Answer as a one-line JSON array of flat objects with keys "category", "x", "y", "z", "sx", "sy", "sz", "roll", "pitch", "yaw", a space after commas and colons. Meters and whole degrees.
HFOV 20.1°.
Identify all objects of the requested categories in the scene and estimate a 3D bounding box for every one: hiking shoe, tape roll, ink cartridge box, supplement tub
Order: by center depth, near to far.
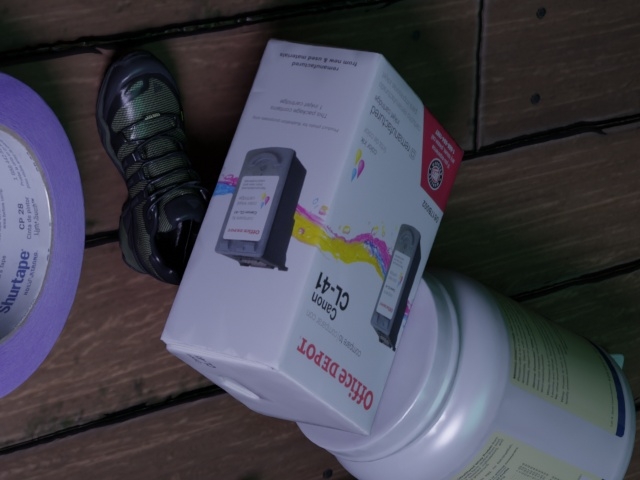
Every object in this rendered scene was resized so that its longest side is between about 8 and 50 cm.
[{"category": "tape roll", "x": -0.310, "y": -0.004, "z": 1.475, "sx": 0.275, "sy": 0.090, "sz": 0.275, "roll": -10, "pitch": 102, "yaw": -59}, {"category": "hiking shoe", "x": -0.137, "y": -0.061, "z": 1.637, "sx": 0.086, "sy": 0.114, "sz": 0.227, "roll": -23, "pitch": 121, "yaw": -28}, {"category": "ink cartridge box", "x": 0.000, "y": 0.000, "z": 1.671, "sx": 0.226, "sy": 0.131, "sz": 0.306, "roll": 42, "pitch": 62, "yaw": -57}, {"category": "supplement tub", "x": 0.147, "y": 0.165, "z": 1.866, "sx": 0.325, "sy": 0.235, "sz": 0.235, "roll": 27, "pitch": 92, "yaw": -41}]

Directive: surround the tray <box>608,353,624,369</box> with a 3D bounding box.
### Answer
[{"category": "tray", "x": 0.269, "y": 0.257, "z": 2.132, "sx": 0.145, "sy": 0.030, "sz": 0.270, "roll": -1, "pitch": 109, "yaw": -37}]
